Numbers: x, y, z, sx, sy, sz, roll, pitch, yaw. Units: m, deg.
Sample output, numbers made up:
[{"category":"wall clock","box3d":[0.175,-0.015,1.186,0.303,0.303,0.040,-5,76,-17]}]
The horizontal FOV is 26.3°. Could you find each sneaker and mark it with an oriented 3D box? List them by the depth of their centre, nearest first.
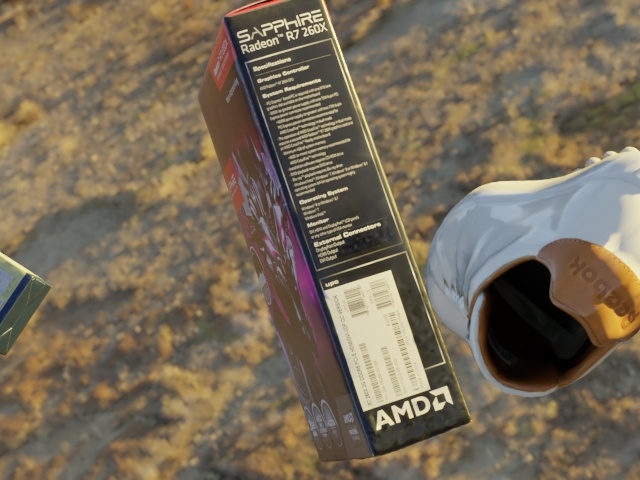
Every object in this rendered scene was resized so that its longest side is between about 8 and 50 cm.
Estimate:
[{"category":"sneaker","box3d":[0.108,0.033,0.804,0.123,0.106,0.290,-46,2,-19]}]

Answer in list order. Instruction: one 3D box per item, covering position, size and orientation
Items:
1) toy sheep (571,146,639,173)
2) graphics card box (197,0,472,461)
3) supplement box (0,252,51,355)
[{"category":"toy sheep","box3d":[0.247,-0.032,1.130,0.132,0.091,0.091,-30,22,1]},{"category":"graphics card box","box3d":[0.000,0.000,1.160,0.094,0.370,0.233,-19,-5,-14]},{"category":"supplement box","box3d":[-0.323,0.052,1.321,0.083,0.083,0.056,-57,-14,-7]}]
